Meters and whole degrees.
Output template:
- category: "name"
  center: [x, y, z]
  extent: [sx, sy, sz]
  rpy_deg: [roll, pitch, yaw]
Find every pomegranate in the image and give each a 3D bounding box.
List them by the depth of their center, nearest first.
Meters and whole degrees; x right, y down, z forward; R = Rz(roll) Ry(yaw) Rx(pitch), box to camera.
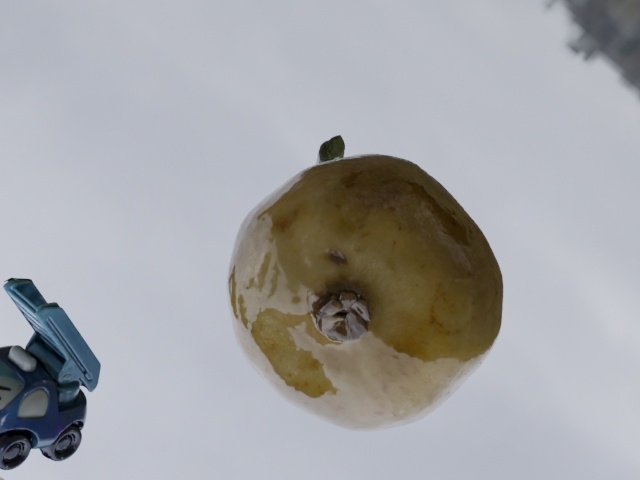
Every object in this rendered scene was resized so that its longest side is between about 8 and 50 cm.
- category: "pomegranate"
  center: [0.029, 0.034, 1.188]
  extent: [0.196, 0.196, 0.196]
  rpy_deg: [36, -164, -12]

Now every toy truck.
- category: "toy truck"
  center: [-0.146, 0.063, 0.908]
  extent: [0.056, 0.090, 0.073]
  rpy_deg: [34, -156, 35]

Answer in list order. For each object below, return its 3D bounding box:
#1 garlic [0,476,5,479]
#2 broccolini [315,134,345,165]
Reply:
- category: "garlic"
  center: [-0.185, 0.258, 1.101]
  extent: [0.313, 0.286, 0.249]
  rpy_deg: [59, -157, -58]
- category: "broccolini"
  center: [-0.003, 0.007, 1.426]
  extent: [0.071, 0.057, 0.254]
  rpy_deg: [19, 152, 13]
